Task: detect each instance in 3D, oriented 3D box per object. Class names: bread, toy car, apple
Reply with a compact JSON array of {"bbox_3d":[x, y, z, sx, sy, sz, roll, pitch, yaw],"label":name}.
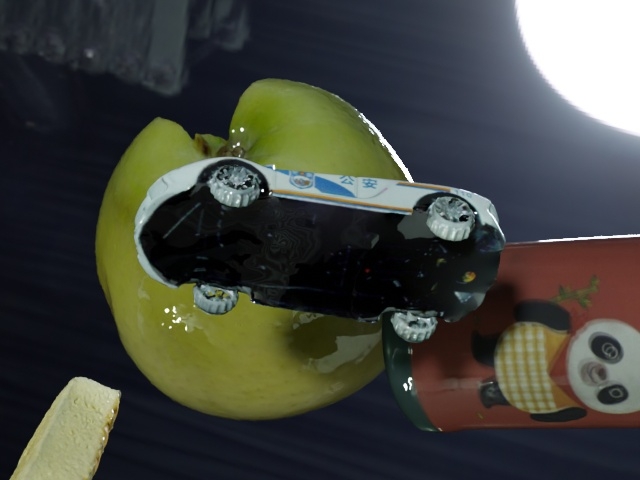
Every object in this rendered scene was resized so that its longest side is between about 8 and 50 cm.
[{"bbox_3d":[-0.268,0.236,1.232,0.125,0.068,0.188,-53,12,32],"label":"bread"},{"bbox_3d":[0.000,0.000,0.685,0.056,0.205,0.095,-87,7,-47],"label":"toy car"},{"bbox_3d":[-0.051,0.005,1.060,0.292,0.292,0.254,-64,-30,-33],"label":"apple"}]

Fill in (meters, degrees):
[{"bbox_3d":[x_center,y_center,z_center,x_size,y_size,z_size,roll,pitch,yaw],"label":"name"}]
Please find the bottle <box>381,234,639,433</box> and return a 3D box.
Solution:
[{"bbox_3d":[0.221,0.060,0.868,0.144,0.336,0.143,22,-114,-61],"label":"bottle"}]
